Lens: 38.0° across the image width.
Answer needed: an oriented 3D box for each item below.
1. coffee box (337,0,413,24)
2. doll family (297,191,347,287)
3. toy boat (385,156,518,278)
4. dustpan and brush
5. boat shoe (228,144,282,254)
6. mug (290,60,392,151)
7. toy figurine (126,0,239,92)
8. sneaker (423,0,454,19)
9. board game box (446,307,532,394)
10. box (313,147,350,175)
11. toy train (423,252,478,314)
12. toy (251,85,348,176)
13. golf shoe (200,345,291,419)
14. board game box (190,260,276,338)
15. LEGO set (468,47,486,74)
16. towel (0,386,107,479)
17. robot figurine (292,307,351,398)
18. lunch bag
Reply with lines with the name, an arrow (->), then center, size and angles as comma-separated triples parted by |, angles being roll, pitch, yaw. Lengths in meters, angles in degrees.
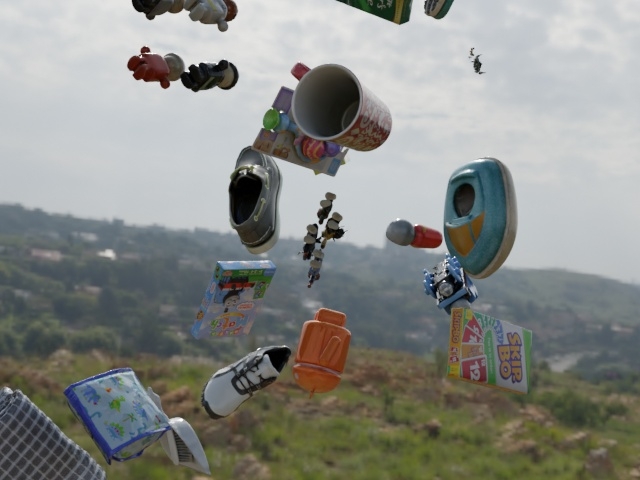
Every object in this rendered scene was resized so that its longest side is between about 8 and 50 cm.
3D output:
coffee box -> 0.100, -0.504, 1.814 | 0.184, 0.113, 0.040 | 30, 39, 26
doll family -> 0.000, 0.000, 1.844 | 0.076, 0.193, 0.111 | 30, -19, 1
toy boat -> 0.291, -0.036, 2.054 | 0.148, 0.267, 0.318 | 10, -19, -35
dustpan and brush -> -0.311, 0.397, 1.942 | 0.060, 0.211, 0.147 | -20, 11, -36
boat shoe -> -0.147, -0.109, 2.012 | 0.109, 0.305, 0.091 | -22, -45, 16
mug -> 0.037, -0.212, 1.429 | 0.113, 0.150, 0.169 | -20, -13, 21
toy figurine -> -0.267, -0.404, 1.862 | 0.213, 0.209, 0.148 | 12, 15, 28
sneaker -> 0.291, -0.504, 1.673 | 0.110, 0.275, 0.107 | 39, -3, -18
board game box -> 0.322, 0.209, 1.716 | 0.039, 0.124, 0.259 | -5, -18, 40
box -> 0.024, -0.208, 2.333 | 0.087, 0.058, 0.232 | -21, 4, 6
toy train -> 0.251, 0.091, 1.772 | 0.080, 0.105, 0.184 | -36, 5, 11
toy -> -0.011, -0.203, 1.827 | 0.237, 0.136, 0.056 | 16, 17, -42
golf shoe -> -0.129, 0.240, 1.645 | 0.094, 0.077, 0.198 | -32, 5, 46
board game box -> -0.214, 0.146, 2.285 | 0.160, 0.211, 0.039 | 0, 35, -41
LEGO set -> 0.367, -0.422, 2.208 | 0.023, 0.054, 0.083 | -9, 32, -17
towel -> -0.511, 0.414, 1.485 | 0.121, 0.283, 0.235 | 1, -44, 51
robot figurine -> 0.002, 0.281, 2.295 | 0.158, 0.219, 0.128 | 0, -20, 43
lunch bag -> -0.325, 0.276, 1.451 | 0.129, 0.096, 0.151 | 50, 8, 14
